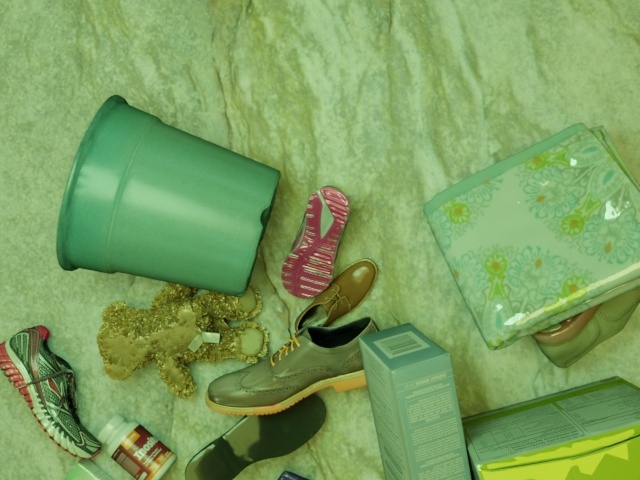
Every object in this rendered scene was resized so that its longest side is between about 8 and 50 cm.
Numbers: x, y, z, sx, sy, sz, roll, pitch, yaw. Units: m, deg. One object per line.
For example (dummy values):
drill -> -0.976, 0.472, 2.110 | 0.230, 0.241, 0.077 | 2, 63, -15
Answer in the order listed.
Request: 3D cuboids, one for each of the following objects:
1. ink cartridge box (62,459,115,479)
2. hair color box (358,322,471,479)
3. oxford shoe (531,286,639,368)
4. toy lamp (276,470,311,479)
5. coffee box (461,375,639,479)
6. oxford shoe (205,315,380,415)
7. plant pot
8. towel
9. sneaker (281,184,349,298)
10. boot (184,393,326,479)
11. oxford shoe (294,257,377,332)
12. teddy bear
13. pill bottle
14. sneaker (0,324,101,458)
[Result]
ink cartridge box -> -0.458, 0.586, 1.477 | 0.224, 0.056, 0.181 | 37, 92, 6
hair color box -> 0.179, 0.361, 1.311 | 0.113, 0.185, 0.375 | -14, 104, -12
oxford shoe -> 0.561, 0.082, 1.391 | 0.397, 0.140, 0.147 | -38, 125, -5
toy lamp -> 0.026, 0.557, 1.427 | 0.274, 0.080, 0.080 | 34, 91, 4
coffee box -> 0.458, 0.468, 1.266 | 0.337, 0.334, 0.338 | -16, 88, 4
oxford shoe -> -0.054, 0.233, 1.395 | 0.363, 0.130, 0.133 | -16, 117, -7
plant pot -> -0.266, -0.058, 1.357 | 0.333, 0.341, 0.341 | 17, 90, -4
towel -> 0.413, -0.017, 1.328 | 0.374, 0.090, 0.321 | -28, 59, 12
sneaker -> 0.000, 0.000, 1.434 | 0.102, 0.111, 0.252 | 24, 113, 1
boot -> -0.133, 0.393, 1.438 | 0.305, 0.115, 0.112 | -26, 86, -16
oxford shoe -> 0.034, 0.119, 1.439 | 0.212, 0.076, 0.076 | -45, 84, 1
teddy bear -> -0.272, 0.185, 1.457 | 0.337, 0.113, 0.245 | -27, 94, -4
pill bottle -> -0.373, 0.423, 1.456 | 0.152, 0.086, 0.086 | 38, 92, 4
sneaker -> -0.536, 0.311, 1.460 | 0.112, 0.121, 0.299 | -34, 91, -18
